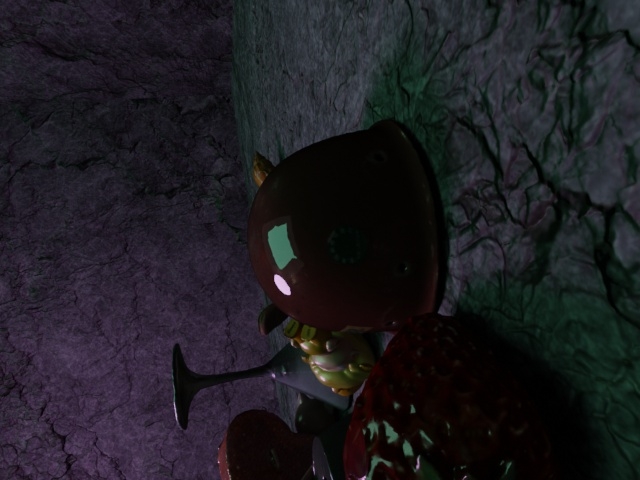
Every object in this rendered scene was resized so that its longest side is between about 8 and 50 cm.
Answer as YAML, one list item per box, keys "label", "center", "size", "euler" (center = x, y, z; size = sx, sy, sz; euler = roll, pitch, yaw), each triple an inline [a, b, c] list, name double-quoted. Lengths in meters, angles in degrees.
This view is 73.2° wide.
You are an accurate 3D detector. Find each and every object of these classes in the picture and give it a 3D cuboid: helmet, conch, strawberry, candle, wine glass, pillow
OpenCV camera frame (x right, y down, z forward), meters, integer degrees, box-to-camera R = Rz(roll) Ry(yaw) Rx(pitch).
- label: "helmet"
  center: [0.000, 0.000, 0.677]
  size: [0.385, 0.229, 0.338]
  euler: [154, 107, -74]
- label: "conch"
  center: [-0.148, -0.180, 1.477]
  size: [0.330, 0.093, 0.109]
  euler: [57, 140, 16]
- label: "strawberry"
  center: [0.124, 0.176, 0.440]
  size: [0.244, 0.205, 0.206]
  euler: [-79, -9, -59]
- label: "candle"
  center: [-0.117, 0.570, 1.040]
  size: [0.287, 0.316, 0.132]
  euler: [-53, -14, -53]
- label: "wine glass"
  center: [-0.150, 0.327, 1.080]
  size: [0.267, 0.405, 0.268]
  euler: [175, 90, -76]
- label: "pillow"
  center: [-0.092, 0.178, 1.208]
  size: [0.034, 0.211, 0.135]
  euler: [39, 145, 24]

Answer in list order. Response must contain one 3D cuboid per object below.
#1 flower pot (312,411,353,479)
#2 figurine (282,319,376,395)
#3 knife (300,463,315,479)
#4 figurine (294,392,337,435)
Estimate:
- label: "flower pot"
  center: [0.081, 0.372, 0.674]
  size: [0.269, 0.166, 0.269]
  euler: [171, 90, -77]
- label: "figurine"
  center: [0.021, 0.208, 0.814]
  size: [0.246, 0.156, 0.131]
  euler: [53, -134, -48]
- label: "knife"
  center: [0.029, 0.445, 0.865]
  size: [0.365, 0.043, 0.089]
  euler: [16, -120, -71]
- label: "figurine"
  center: [-0.011, 0.501, 1.204]
  size: [0.125, 0.125, 0.138]
  euler: [164, 109, -76]
